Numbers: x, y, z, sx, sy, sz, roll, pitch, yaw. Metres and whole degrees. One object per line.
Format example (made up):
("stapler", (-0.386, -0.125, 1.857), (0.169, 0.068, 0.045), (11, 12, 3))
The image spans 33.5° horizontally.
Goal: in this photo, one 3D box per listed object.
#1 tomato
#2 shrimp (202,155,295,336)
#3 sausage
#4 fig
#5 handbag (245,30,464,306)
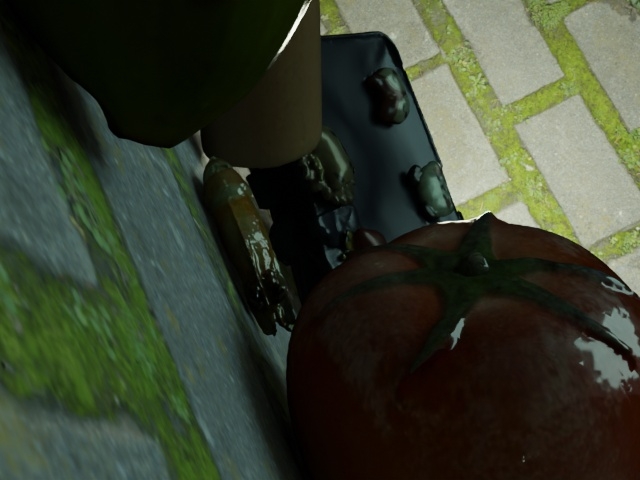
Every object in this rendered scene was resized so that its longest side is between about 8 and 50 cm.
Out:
("tomato", (0.109, 0.117, 0.743), (0.265, 0.265, 0.265), (63, 3, -6))
("shrimp", (-0.062, 0.008, 0.882), (0.099, 0.041, 0.180), (84, -16, -53))
("sausage", (-0.060, -0.205, 0.998), (0.123, 0.123, 0.252), (-111, -164, -62))
("fig", (-0.096, -0.163, 0.560), (0.203, 0.203, 0.225), (-107, -153, -71))
("handbag", (0.029, -0.092, 1.253), (0.329, 0.122, 0.303), (-19, 87, -59))
